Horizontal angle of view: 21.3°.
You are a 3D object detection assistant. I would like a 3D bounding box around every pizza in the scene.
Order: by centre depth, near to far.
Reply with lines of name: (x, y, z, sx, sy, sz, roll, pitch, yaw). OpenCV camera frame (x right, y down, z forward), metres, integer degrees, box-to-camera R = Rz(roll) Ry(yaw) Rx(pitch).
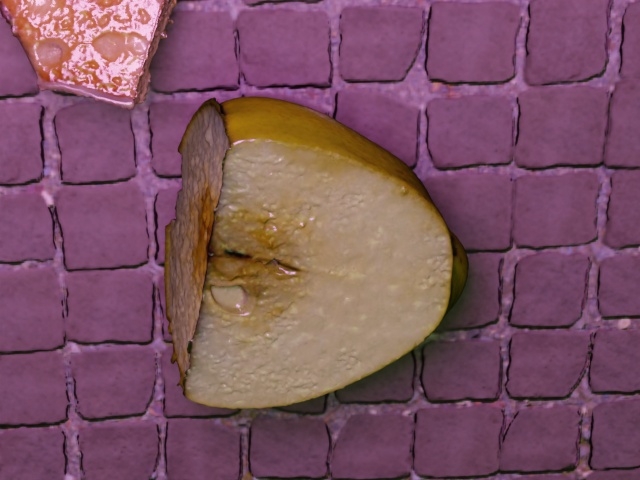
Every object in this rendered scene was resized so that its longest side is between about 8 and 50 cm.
pizza: (-0.208, -0.214, 1.410, 0.204, 0.080, 0.188, 12, 92, 0)

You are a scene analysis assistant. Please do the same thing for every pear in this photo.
pear: (0.000, 0.000, 1.483, 0.292, 0.159, 0.292, -2, 120, -4)
